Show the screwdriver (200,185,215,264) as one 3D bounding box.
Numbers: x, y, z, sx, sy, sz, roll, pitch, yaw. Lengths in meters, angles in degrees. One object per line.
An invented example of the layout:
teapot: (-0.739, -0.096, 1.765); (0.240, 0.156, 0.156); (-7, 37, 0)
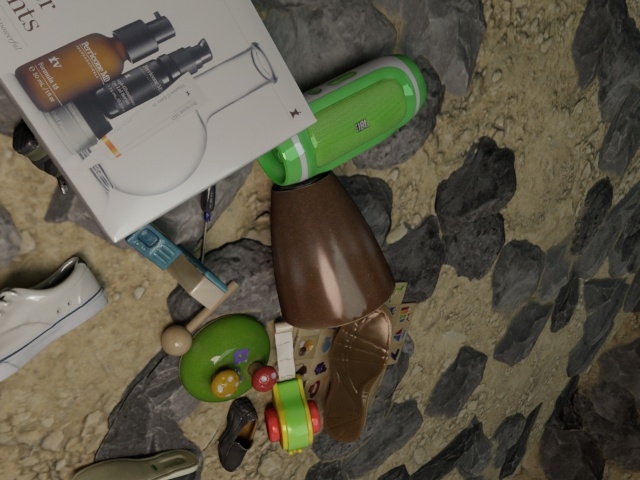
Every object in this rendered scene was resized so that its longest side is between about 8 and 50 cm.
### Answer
screwdriver: (-0.189, -0.020, 0.889); (0.025, 0.024, 0.169); (-40, 145, -54)

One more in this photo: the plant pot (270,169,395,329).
plant pot: (0.000, 0.000, 0.936); (0.215, 0.215, 0.230); (-27, 113, -25)

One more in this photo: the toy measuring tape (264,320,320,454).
toy measuring tape: (-0.058, 0.322, 1.085); (0.121, 0.121, 0.330); (-19, 124, -30)

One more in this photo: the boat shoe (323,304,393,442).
boat shoe: (0.083, 0.276, 1.181); (0.110, 0.122, 0.341); (-41, 149, -67)

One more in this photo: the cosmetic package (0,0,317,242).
cosmetic package: (-0.219, -0.228, 0.611); (0.284, 0.097, 0.377); (-36, 104, -21)

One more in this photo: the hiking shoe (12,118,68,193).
hiking shoe: (-0.282, -0.164, 0.712); (0.227, 0.086, 0.114); (-38, 143, -9)

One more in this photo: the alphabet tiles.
alphabet tiles: (0.078, 0.227, 1.223); (0.343, 0.011, 0.285); (1, 112, -38)

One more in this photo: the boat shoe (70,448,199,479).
boat shoe: (-0.331, 0.439, 0.962); (0.233, 0.084, 0.079); (11, 104, -44)

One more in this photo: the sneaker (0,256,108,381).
sneaker: (-0.408, 0.110, 0.708); (0.258, 0.094, 0.091); (-45, 121, -49)

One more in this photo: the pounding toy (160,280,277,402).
pounding toy: (-0.160, 0.220, 0.967); (0.183, 0.110, 0.236); (-35, 129, -19)

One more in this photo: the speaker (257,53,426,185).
speaker: (0.033, -0.205, 0.895); (0.297, 0.131, 0.131); (-32, 128, -22)

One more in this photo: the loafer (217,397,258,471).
loafer: (-0.166, 0.407, 1.088); (0.062, 0.061, 0.170); (-4, 115, -38)

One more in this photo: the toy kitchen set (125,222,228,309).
toy kitchen set: (-0.198, -0.032, 0.803); (0.166, 0.122, 0.207); (-48, 132, -8)
